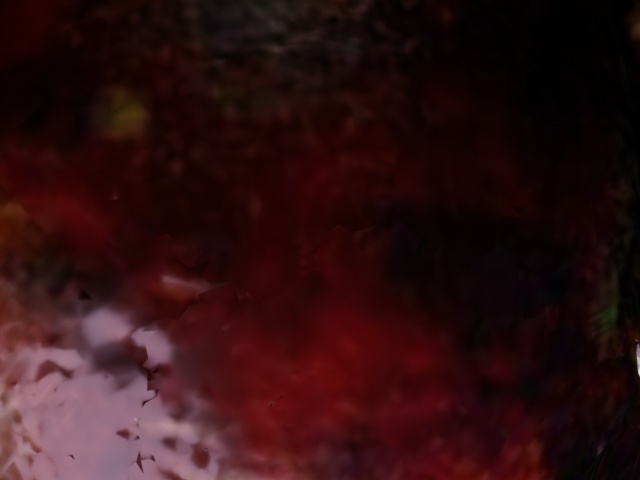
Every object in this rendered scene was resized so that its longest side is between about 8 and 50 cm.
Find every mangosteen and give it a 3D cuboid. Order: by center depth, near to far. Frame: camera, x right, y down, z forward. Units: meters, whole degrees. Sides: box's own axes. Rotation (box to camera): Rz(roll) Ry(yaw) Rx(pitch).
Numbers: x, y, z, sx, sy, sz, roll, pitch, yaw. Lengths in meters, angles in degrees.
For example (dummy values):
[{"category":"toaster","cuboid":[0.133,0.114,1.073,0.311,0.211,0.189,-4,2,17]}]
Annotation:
[{"category":"mangosteen","cuboid":[-0.018,0.008,0.446,0.311,0.311,0.311,8,123,13]}]
